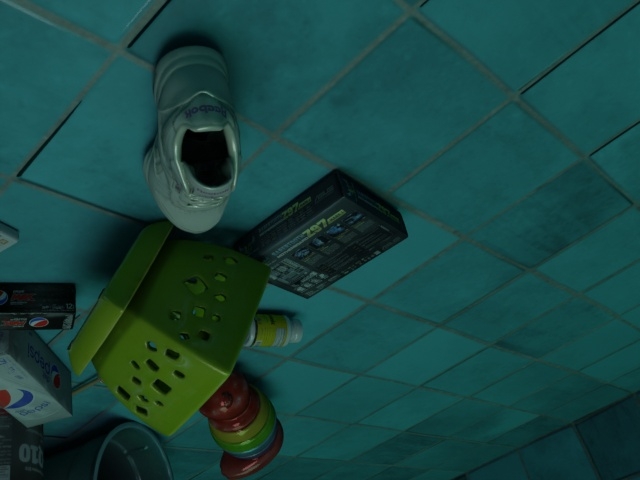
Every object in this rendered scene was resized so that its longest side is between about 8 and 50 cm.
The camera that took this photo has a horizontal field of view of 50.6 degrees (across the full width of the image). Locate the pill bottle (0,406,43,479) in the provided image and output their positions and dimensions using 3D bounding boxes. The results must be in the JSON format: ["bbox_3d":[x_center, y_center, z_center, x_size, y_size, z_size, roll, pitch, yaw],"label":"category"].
[{"bbox_3d":[-0.634,0.482,1.339,0.161,0.283,0.161,-11,146,-8],"label":"pill bottle"}]

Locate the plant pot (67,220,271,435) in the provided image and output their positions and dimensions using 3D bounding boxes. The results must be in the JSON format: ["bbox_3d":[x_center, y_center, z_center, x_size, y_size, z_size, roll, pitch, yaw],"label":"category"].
[{"bbox_3d":[-0.237,0.123,1.031,0.207,0.228,0.227,32,130,-13],"label":"plant pot"}]

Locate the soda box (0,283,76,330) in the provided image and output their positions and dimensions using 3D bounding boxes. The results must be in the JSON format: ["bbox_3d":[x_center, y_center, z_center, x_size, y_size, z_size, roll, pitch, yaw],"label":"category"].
[{"bbox_3d":[-0.477,0.105,1.069,0.169,0.060,0.053,3,140,-25],"label":"soda box"}]

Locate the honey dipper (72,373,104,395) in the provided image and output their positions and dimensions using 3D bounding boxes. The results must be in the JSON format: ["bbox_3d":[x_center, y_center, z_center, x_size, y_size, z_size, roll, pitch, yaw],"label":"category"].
[{"bbox_3d":[-0.471,0.292,1.368,0.161,0.030,0.030,-27,145,21],"label":"honey dipper"}]

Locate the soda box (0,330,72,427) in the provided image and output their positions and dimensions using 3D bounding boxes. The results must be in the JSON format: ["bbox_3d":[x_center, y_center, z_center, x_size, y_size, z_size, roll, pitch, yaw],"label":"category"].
[{"bbox_3d":[-0.530,0.230,1.191,0.091,0.098,0.286,-13,146,-5],"label":"soda box"}]

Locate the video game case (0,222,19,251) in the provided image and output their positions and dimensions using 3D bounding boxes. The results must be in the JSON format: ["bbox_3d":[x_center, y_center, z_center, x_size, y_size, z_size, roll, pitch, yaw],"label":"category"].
[{"bbox_3d":[-0.547,-0.006,0.916,0.173,0.022,0.190,-28,144,16],"label":"video game case"}]

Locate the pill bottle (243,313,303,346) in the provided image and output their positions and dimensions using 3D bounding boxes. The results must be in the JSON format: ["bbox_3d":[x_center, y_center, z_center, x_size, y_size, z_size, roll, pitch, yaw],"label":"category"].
[{"bbox_3d":[-0.096,0.176,1.326,0.116,0.065,0.065,6,140,-30],"label":"pill bottle"}]

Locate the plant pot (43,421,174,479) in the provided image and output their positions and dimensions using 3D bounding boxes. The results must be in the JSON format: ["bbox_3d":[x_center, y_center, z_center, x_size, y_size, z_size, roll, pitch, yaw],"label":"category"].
[{"bbox_3d":[-0.562,0.625,1.562,0.334,0.341,0.341,-17,147,14],"label":"plant pot"}]

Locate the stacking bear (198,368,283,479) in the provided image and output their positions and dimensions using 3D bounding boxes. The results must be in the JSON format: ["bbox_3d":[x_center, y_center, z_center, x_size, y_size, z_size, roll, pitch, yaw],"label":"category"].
[{"bbox_3d":[-0.190,0.389,1.519,0.164,0.175,0.289,-15,139,1],"label":"stacking bear"}]

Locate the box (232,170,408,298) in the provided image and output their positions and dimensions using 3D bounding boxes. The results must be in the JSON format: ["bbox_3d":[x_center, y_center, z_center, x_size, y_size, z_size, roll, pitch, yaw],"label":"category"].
[{"bbox_3d":[0.000,0.000,1.121,0.233,0.059,0.183,-34,142,26],"label":"box"}]

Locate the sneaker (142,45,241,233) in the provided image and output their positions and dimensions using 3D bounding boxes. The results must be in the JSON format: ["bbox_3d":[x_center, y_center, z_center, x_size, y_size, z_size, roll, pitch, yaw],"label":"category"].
[{"bbox_3d":[-0.162,-0.086,0.850,0.114,0.152,0.305,-9,147,-15],"label":"sneaker"}]
